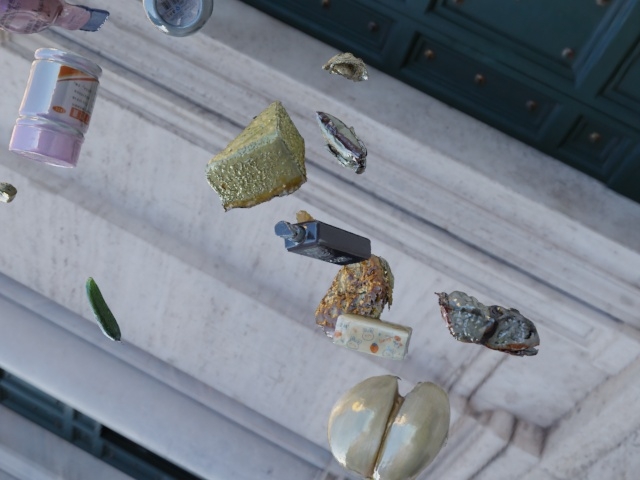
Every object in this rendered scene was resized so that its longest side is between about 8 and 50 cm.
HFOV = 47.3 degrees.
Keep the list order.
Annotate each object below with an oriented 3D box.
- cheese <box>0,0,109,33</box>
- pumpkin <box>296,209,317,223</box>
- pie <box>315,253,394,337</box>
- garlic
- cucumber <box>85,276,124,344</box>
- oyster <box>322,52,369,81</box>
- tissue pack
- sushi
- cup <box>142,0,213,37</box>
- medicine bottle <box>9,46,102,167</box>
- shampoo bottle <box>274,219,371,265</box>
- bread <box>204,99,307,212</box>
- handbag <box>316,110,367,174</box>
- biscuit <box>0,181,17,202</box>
[{"bbox_3d":[-0.602,-0.493,1.571,0.189,0.286,0.074,-22,73,50],"label":"cheese"},{"bbox_3d":[-0.048,-0.047,2.366,0.083,0.054,0.074,40,-142,-47],"label":"pumpkin"},{"bbox_3d":[0.114,0.171,2.189,0.308,0.085,0.308,-35,39,35],"label":"pie"},{"bbox_3d":[0.182,0.492,1.887,0.249,0.286,0.313,27,-87,-57],"label":"garlic"},{"bbox_3d":[-0.473,0.158,1.582,0.039,0.168,0.039,-20,16,6],"label":"cucumber"},{"bbox_3d":[0.054,-0.354,1.497,0.083,0.080,0.038,40,-141,-55],"label":"oyster"},{"bbox_3d":[0.142,0.256,1.969,0.148,0.196,0.092,8,-87,-79],"label":"tissue pack"},{"bbox_3d":[0.485,0.240,2.135,0.124,0.332,0.130,-76,1,-75],"label":"sushi"},{"bbox_3d":[-0.415,-0.709,2.131,0.205,0.205,0.312,-64,20,20],"label":"cup"},{"bbox_3d":[-0.785,-0.390,2.174,0.202,0.202,0.316,73,-150,-84],"label":"medicine bottle"},{"bbox_3d":[-0.001,0.000,1.669,0.309,0.098,0.071,19,-113,-54],"label":"shampoo bottle"},{"bbox_3d":[-0.213,-0.288,2.504,0.279,0.315,0.248,-82,-30,-43],"label":"bread"},{"bbox_3d":[0.082,-0.360,2.660,0.127,0.235,0.213,-42,-14,-2],"label":"handbag"},{"bbox_3d":[-0.929,-0.170,2.037,0.174,0.183,0.039,-24,46,49],"label":"biscuit"}]
